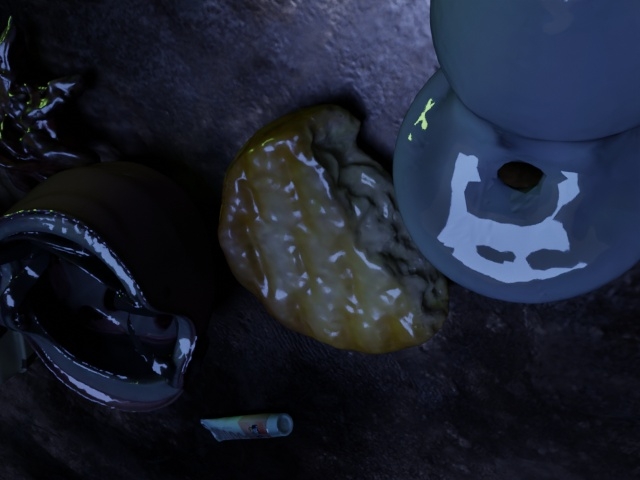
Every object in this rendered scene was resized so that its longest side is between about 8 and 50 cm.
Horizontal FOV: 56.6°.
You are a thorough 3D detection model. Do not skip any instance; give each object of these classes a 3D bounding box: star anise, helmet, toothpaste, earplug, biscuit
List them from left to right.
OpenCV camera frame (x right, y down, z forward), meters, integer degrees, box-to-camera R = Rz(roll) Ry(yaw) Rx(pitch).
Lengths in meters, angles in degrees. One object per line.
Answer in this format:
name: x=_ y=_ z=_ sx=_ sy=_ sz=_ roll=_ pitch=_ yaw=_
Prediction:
star anise: x=-0.390 y=-0.142 z=0.745 sx=0.272 sy=0.102 sz=0.271 roll=17 pitch=129 yaw=22
helmet: x=-0.248 y=0.045 z=0.737 sx=0.271 sy=0.197 sz=0.338 roll=14 pitch=138 yaw=11
toothpaste: x=-0.124 y=0.306 z=0.972 sx=0.205 sy=0.036 sz=0.056 roll=-21 pitch=112 yaw=43
biscuit: x=0.001 y=-0.001 z=0.631 sx=0.213 sy=0.091 sz=0.274 roll=-13 pitch=117 yaw=33
earplug: x=0.154 y=-0.099 z=0.410 sx=0.214 sy=0.175 sz=0.325 roll=18 pitch=131 yaw=20

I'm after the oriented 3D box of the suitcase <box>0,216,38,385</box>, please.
suitcase: x=-0.605 y=0.042 z=0.944 sx=0.352 sy=0.194 sz=0.339 roll=27 pitch=130 yaw=10
